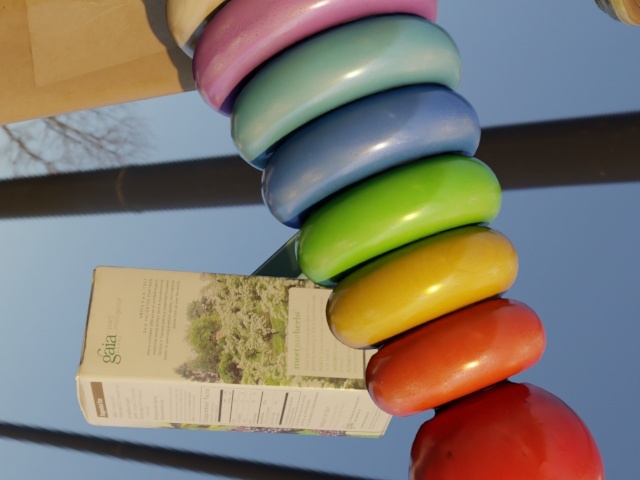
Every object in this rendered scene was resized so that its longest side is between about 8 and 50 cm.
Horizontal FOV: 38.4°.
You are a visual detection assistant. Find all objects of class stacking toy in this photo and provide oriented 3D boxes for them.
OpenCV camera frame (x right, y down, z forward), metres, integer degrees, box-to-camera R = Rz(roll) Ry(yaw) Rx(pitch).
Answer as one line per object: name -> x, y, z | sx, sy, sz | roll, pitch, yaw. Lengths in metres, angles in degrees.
stacking toy -> 0.039, 0.001, 0.455 | 0.141, 0.141, 0.330 | -32, -105, 45

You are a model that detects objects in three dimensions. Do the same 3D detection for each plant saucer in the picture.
plant saucer -> 0.000, 0.000, 0.977 | 0.192, 0.018, 0.067 | -43, -139, -13

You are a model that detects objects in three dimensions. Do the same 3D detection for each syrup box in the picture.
syrup box -> -0.061, 0.089, 0.711 | 0.096, 0.237, 0.093 | 101, -10, -57

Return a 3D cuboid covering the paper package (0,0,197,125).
paper package -> -0.274, -0.202, 0.612 | 0.309, 0.325, 0.168 | 33, -52, 36

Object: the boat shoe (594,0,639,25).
boat shoe -> 0.211, -0.307, 0.729 | 0.089, 0.104, 0.285 | -6, -79, 55
